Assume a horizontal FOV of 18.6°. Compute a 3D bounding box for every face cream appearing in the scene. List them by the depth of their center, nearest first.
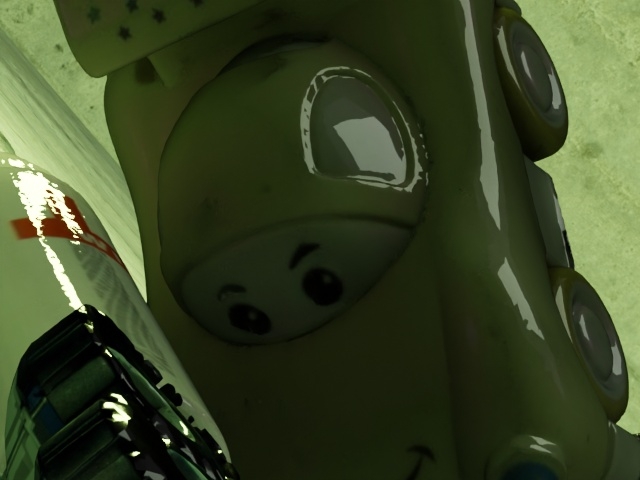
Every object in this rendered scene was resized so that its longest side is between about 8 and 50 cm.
[{"bbox_3d":[-0.127,0.039,0.871,0.102,0.102,0.345,48,1,-27],"label":"face cream"}]

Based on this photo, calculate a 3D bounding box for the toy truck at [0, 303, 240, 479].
[{"bbox_3d":[-0.052,0.112,0.469,0.126,0.113,0.208,49,0,-19],"label":"toy truck"}]

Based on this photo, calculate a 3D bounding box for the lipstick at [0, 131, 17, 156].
[{"bbox_3d":[-0.204,-0.026,1.117,0.289,0.076,0.077,50,1,25],"label":"lipstick"}]

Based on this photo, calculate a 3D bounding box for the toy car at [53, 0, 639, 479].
[{"bbox_3d":[0.000,0.000,0.992,0.226,0.242,0.336,33,42,-52],"label":"toy car"}]
